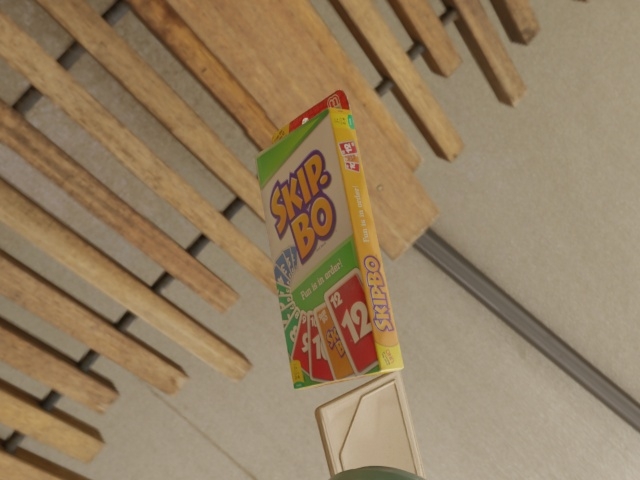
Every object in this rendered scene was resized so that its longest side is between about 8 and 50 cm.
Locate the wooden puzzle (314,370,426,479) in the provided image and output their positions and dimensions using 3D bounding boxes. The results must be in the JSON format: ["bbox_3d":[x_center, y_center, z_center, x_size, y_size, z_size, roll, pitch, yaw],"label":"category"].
[{"bbox_3d":[0.087,0.360,1.282,0.044,0.239,0.220,-10,-85,44],"label":"wooden puzzle"}]

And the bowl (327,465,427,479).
[{"bbox_3d":[0.088,0.424,0.992,0.312,0.311,0.163,-9,-146,33],"label":"bowl"}]

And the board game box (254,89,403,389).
[{"bbox_3d":[0.000,0.000,0.679,0.124,0.039,0.259,-24,-111,48],"label":"board game box"}]
